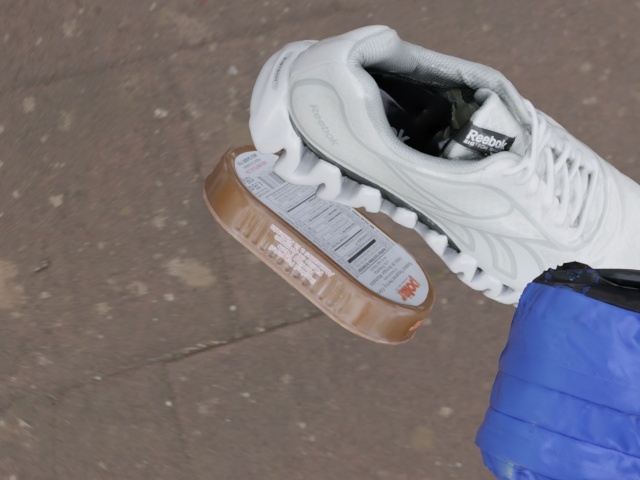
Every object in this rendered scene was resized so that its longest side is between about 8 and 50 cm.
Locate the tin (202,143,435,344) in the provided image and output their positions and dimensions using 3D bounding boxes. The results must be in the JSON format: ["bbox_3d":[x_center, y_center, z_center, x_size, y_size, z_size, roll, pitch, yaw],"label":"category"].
[{"bbox_3d":[0.000,0.000,0.949,0.190,0.040,0.106,39,30,7],"label":"tin"}]

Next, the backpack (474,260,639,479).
[{"bbox_3d":[0.104,0.060,0.373,0.120,0.098,0.101,20,86,26],"label":"backpack"}]

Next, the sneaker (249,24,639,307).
[{"bbox_3d":[0.104,-0.038,0.779,0.292,0.118,0.110,23,69,-21],"label":"sneaker"}]
